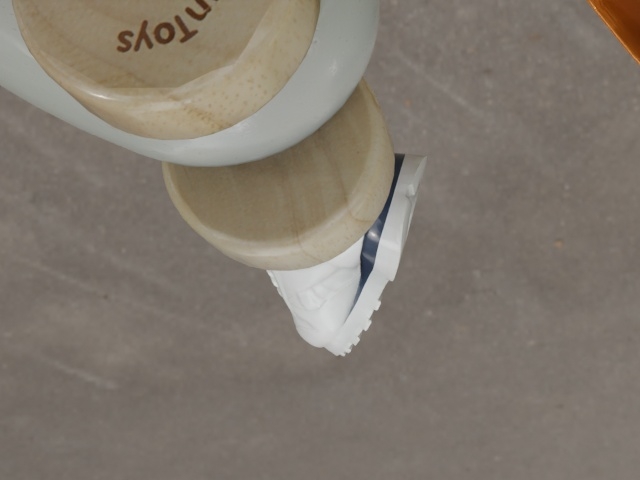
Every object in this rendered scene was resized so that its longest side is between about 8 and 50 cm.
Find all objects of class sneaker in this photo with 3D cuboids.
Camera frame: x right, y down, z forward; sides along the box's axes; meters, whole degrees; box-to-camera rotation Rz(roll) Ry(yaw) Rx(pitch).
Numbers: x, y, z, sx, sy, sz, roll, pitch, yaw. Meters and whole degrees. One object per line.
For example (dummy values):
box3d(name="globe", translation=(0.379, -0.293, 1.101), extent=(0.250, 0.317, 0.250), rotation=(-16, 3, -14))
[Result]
box3d(name="sneaker", translation=(0.000, 0.000, 0.770), extent=(0.095, 0.090, 0.235), rotation=(14, 153, 0))

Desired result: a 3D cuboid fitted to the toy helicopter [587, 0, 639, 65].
box3d(name="toy helicopter", translation=(0.233, -0.042, 0.592), extent=(0.140, 0.355, 0.235), rotation=(-11, -170, -23))

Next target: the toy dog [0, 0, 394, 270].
box3d(name="toy dog", translation=(-0.091, -0.137, 0.428), extent=(0.334, 0.161, 0.220), rotation=(36, 171, -2))
